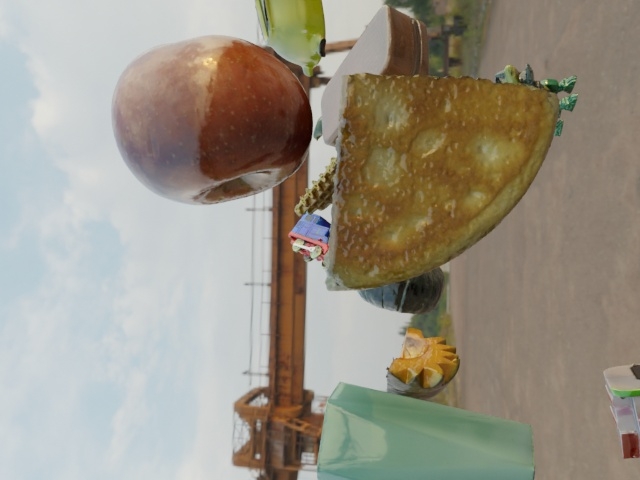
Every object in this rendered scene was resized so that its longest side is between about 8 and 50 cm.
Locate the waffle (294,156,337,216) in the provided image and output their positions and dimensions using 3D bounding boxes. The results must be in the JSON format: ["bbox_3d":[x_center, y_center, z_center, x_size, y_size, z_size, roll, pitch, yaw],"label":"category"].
[{"bbox_3d":[0.011,-0.145,1.544,0.046,0.161,0.192,60,158,30],"label":"waffle"}]

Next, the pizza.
[{"bbox_3d":[0.140,-0.059,0.705,0.087,0.258,0.268,-56,-27,-85],"label":"pizza"}]

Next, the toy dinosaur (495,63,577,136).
[{"bbox_3d":[0.429,-0.253,1.206,0.259,0.153,0.094,74,-154,-53],"label":"toy dinosaur"}]

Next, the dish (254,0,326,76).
[{"bbox_3d":[-0.074,-0.484,1.234,0.221,0.109,0.262,171,89,-78],"label":"dish"}]

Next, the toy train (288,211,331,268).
[{"bbox_3d":[0.000,0.000,1.652,0.083,0.204,0.131,44,-104,-35],"label":"toy train"}]

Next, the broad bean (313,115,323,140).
[{"bbox_3d":[0.030,-0.405,1.949,0.061,0.195,0.046,20,-143,-40],"label":"broad bean"}]

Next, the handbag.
[{"bbox_3d":[0.073,-0.214,0.829,0.193,0.072,0.151,-47,34,44],"label":"handbag"}]

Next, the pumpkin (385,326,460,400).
[{"bbox_3d":[0.203,0.283,1.180,0.254,0.131,0.149,-34,-47,-72],"label":"pumpkin"}]

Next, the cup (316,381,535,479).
[{"bbox_3d":[0.123,0.252,0.690,0.148,0.236,0.134,-24,-64,-73],"label":"cup"}]

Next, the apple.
[{"bbox_3d":[-0.112,-0.127,0.610,0.201,0.201,0.162,19,-127,-78],"label":"apple"}]

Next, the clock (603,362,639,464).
[{"bbox_3d":[0.638,0.365,0.997,0.166,0.235,0.309,-13,-89,-71],"label":"clock"}]

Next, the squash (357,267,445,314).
[{"bbox_3d":[0.221,0.108,1.636,0.252,0.252,0.165,-49,-24,-72],"label":"squash"}]
